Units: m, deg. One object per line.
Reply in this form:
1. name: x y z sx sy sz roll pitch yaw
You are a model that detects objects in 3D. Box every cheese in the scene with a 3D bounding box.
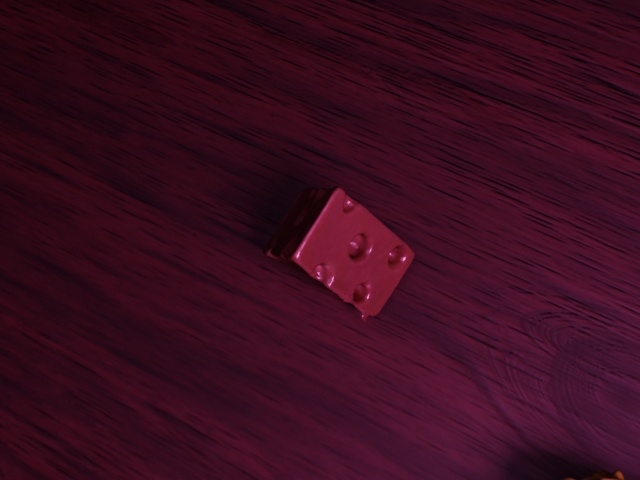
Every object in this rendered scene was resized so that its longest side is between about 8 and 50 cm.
1. cheese: -0.004 0.001 1.264 0.177 0.203 0.128 25 82 46

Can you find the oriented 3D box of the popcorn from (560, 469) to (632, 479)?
1. popcorn: 0.349 0.392 1.014 0.258 0.270 0.224 25 109 51
